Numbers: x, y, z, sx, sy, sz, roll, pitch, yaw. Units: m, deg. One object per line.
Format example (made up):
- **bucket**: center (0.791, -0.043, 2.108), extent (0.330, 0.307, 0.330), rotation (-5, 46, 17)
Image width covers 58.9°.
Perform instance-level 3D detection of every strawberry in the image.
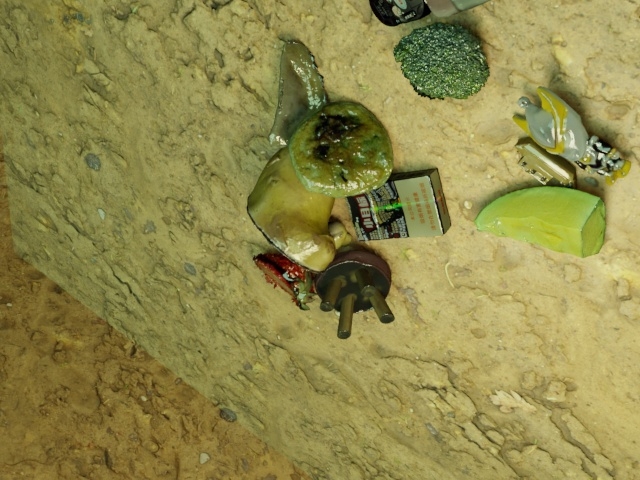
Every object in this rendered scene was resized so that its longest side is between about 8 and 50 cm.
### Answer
- **strawberry**: center (-0.134, 0.108, 2.135), extent (0.306, 0.137, 0.233), rotation (37, 162, 37)

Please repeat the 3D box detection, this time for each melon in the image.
- **melon**: center (0.589, -0.057, 1.538), extent (0.323, 0.124, 0.196), rotation (15, 139, 38)

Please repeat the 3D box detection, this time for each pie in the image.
- **pie**: center (0.062, -0.277, 1.710), extent (0.323, 0.323, 0.070), rotation (47, 174, 4)

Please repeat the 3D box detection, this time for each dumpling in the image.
- **dumpling**: center (-0.068, -0.450, 1.795), extent (0.166, 0.086, 0.332), rotation (9, 100, -16)

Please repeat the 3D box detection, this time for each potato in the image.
- **potato**: center (-0.046, -0.139, 1.805), extent (0.296, 0.290, 0.397), rotation (-51, 48, 20)

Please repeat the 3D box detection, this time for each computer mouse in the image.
- **computer mouse**: center (0.219, -0.639, 1.464), extent (0.137, 0.096, 0.233), rotation (56, 162, -23)

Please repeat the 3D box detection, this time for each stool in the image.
- **stool**: center (0.115, 0.183, 1.903), extent (0.272, 0.178, 0.272), rotation (-1, 129, -2)

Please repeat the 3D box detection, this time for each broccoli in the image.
- **broccoli**: center (0.312, -0.464, 1.469), extent (0.226, 0.176, 0.198), rotation (17, 107, 37)

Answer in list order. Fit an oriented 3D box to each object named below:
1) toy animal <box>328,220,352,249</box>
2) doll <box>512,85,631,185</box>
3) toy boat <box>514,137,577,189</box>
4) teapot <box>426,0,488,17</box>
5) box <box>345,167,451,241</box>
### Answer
- **toy animal**: center (0.008, 0.014, 2.000), extent (0.233, 0.121, 0.169), rotation (2, 100, 45)
- **doll**: center (0.623, -0.256, 1.424), extent (0.316, 0.145, 0.103), rotation (37, 98, 5)
- **toy boat**: center (0.597, -0.195, 1.503), extent (0.200, 0.057, 0.077), rotation (39, 136, 9)
- **teapot**: center (0.385, -0.704, 1.276), extent (0.312, 0.233, 0.315), rotation (-8, 83, 31)
- **box**: center (0.238, -0.109, 1.784), extent (0.310, 0.084, 0.198), rotation (-4, 113, 36)
